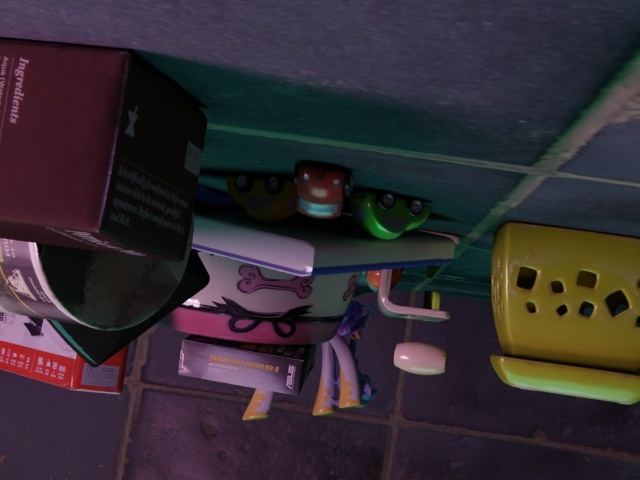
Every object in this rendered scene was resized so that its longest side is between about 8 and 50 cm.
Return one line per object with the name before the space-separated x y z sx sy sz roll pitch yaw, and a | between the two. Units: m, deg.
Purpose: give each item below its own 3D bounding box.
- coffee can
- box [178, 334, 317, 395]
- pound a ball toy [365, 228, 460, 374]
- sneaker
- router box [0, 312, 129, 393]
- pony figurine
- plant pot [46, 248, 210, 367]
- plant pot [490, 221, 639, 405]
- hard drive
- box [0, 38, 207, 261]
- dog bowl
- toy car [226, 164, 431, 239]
coffee can | -0.294 -0.023 1.132 0.275 0.201 0.201 4 173 37
box | -0.106 0.176 1.739 0.183 0.056 0.231 10 -175 5
pound a ball toy | 0.131 0.095 1.739 0.136 0.208 0.319 8 176 3
sneaker | -0.150 -0.020 1.565 0.081 0.090 0.232 5 174 33
router box | -0.389 0.063 1.711 0.082 0.301 0.335 12 174 -36
pony figurine | -0.005 0.143 2.121 0.351 0.363 0.303 -8 165 8
plant pot | -0.279 0.008 1.356 0.188 0.187 0.167 58 -172 36
plant pot | 0.332 0.100 1.475 0.227 0.207 0.228 7 176 5
hard drive | 0.000 0.000 1.405 0.210 0.040 0.319 13 -171 34
box | -0.303 -0.078 0.892 0.381 0.143 0.191 5 173 13
dog bowl | -0.133 0.063 1.814 0.408 0.150 0.408 8 -176 -1
toy car | 0.027 -0.037 1.288 0.225 0.053 0.239 11 175 -28
